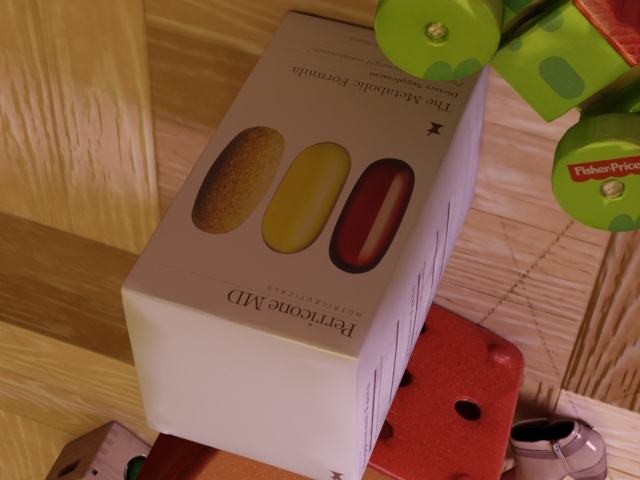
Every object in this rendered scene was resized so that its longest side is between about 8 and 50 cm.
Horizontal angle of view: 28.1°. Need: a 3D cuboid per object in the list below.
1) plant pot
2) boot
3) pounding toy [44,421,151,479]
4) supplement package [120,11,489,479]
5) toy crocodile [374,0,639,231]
[{"bbox_3d":[0.012,0.171,0.960,0.267,0.267,0.235,27,128,-1],"label":"plant pot"},{"bbox_3d":[0.170,0.173,1.019,0.118,0.042,0.087,-20,135,23],"label":"boot"},{"bbox_3d":[-0.212,0.254,1.279,0.130,0.100,0.141,40,139,-18],"label":"pounding toy"},{"bbox_3d":[0.000,0.000,0.762,0.139,0.244,0.133,15,140,13],"label":"supplement package"},{"bbox_3d":[0.126,-0.114,0.671,0.340,0.115,0.105,37,134,-17],"label":"toy crocodile"}]
